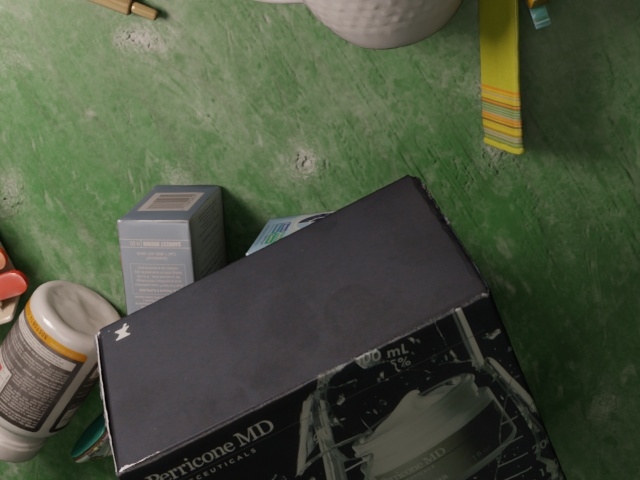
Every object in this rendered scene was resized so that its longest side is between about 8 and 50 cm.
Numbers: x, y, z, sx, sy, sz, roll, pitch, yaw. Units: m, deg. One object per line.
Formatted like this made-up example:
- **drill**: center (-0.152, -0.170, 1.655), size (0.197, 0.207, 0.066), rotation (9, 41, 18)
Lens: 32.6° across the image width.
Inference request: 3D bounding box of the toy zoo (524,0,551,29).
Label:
- **toy zoo**: center (0.241, -0.410, 1.387), size (0.030, 0.192, 0.293), rotation (-19, 104, 10)

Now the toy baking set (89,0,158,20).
- **toy baking set**: center (-0.305, -0.434, 1.574), size (0.256, 0.030, 0.197), rotation (17, 108, 4)

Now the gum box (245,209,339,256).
- **gum box**: center (0.000, 0.000, 1.593), size (0.184, 0.157, 0.041), rotation (-8, 108, 13)

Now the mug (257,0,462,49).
- **mug**: center (0.015, -0.412, 1.374), size (0.374, 0.276, 0.328), rotation (-6, 135, 16)

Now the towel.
- **towel**: center (0.250, -0.239, 1.498), size (0.021, 0.102, 0.237), rotation (-11, 109, -18)

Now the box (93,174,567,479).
- **box**: center (0.031, 0.252, 1.461), size (0.480, 0.297, 0.472), rotation (-27, 125, 1)

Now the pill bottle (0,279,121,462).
- **pill bottle**: center (-0.444, 0.212, 1.748), size (0.162, 0.162, 0.278), rotation (36, 111, -3)

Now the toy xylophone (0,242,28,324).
- **toy xylophone**: center (-0.613, 0.009, 1.734), size (0.236, 0.081, 0.323), rotation (-23, 115, 19)

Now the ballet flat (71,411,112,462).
- **ballet flat**: center (-0.329, 0.300, 1.811), size (0.079, 0.077, 0.221), rotation (28, 112, -21)

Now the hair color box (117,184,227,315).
- **hair color box**: center (-0.209, 0.120, 1.659), size (0.113, 0.185, 0.374), rotation (0, 109, 10)
